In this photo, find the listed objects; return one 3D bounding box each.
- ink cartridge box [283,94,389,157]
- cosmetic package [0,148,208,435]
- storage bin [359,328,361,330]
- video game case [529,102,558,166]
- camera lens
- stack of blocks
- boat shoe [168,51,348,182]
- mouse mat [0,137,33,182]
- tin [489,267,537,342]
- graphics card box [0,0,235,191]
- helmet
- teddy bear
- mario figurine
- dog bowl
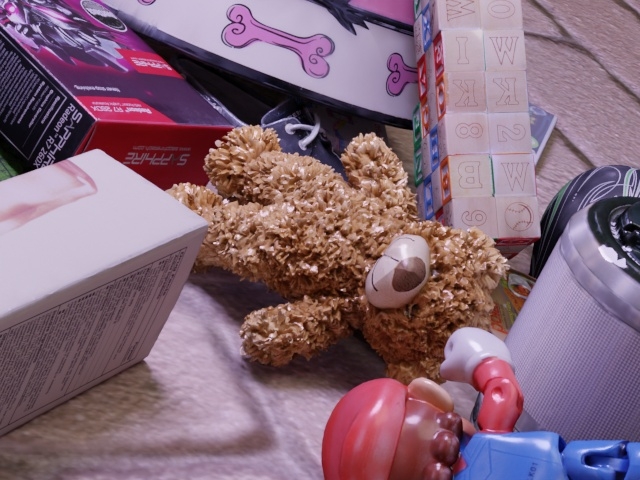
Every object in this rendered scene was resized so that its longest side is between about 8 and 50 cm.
[{"bbox_3d":[0.013,-0.110,2.004,0.122,0.052,0.088,20,26,-14],"label":"ink cartridge box"},{"bbox_3d":[-0.235,0.046,1.388,0.129,0.153,0.296,35,26,17],"label":"cosmetic package"},{"bbox_3d":[0.074,0.044,1.734,0.091,0.098,0.135,22,24,18],"label":"storage bin"},{"bbox_3d":[0.212,-0.161,2.305,0.173,0.022,0.190,27,26,4],"label":"video game case"},{"bbox_3d":[0.267,0.116,1.547,0.219,0.274,0.219,20,26,-10],"label":"camera lens"},{"bbox_3d":[0.151,-0.131,1.834,0.087,0.297,0.171,-2,-9,-8],"label":"stack of blocks"},{"bbox_3d":[-0.042,-0.099,1.877,0.301,0.102,0.108,32,27,15],"label":"boat shoe"},{"bbox_3d":[-0.308,-0.111,1.723,0.153,0.007,0.190,41,20,7],"label":"mouse mat"},{"bbox_3d":[0.204,0.089,1.817,0.106,0.040,0.189,23,26,-14],"label":"tin"},{"bbox_3d":[-0.282,-0.191,1.786,0.371,0.094,0.233,43,22,24],"label":"graphics card box"},{"bbox_3d":[0.310,0.002,1.926,0.169,0.161,0.169,20,26,-10],"label":"helmet"},{"bbox_3d":[0.000,0.000,1.631,0.245,0.113,0.338,-29,51,-20],"label":"teddy bear"},{"bbox_3d":[0.152,0.192,1.431,0.321,0.170,0.198,12,39,27],"label":"mario figurine"},{"bbox_3d":[-0.043,-0.264,2.012,0.408,0.150,0.408,20,10,-4],"label":"dog bowl"}]
